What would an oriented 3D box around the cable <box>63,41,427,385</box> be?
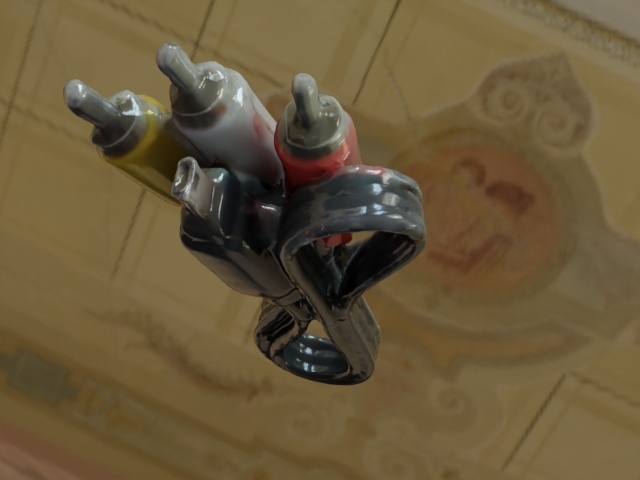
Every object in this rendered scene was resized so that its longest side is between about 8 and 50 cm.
[{"bbox_3d":[0.000,0.000,0.681,0.140,0.072,0.287,3,-18,19],"label":"cable"}]
